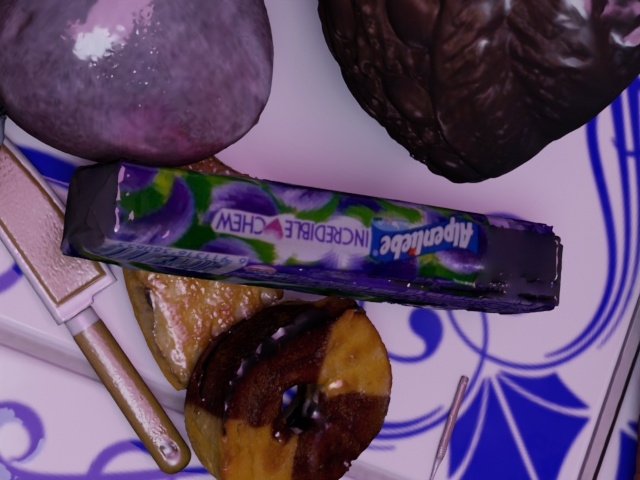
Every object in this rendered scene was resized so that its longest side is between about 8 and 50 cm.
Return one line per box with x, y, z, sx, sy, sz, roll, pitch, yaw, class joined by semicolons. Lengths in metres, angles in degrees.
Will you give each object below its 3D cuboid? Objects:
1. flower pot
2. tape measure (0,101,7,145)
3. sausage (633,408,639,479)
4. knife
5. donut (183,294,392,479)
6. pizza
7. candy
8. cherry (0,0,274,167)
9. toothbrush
0.071;-0.211;0.883;0.267;0.266;0.266;40;76;-14;flower pot
-0.265;-0.056;0.831;0.200;0.106;0.175;-36;96;14;tape measure
0.258;0.126;1.029;0.088;0.088;0.433;10;83;-17;sausage
-0.149;0.030;0.932;0.046;0.022;0.256;-34;93;-10;knife
-0.021;0.095;0.931;0.140;0.059;0.140;-15;113;-38;donut
-0.076;0.010;0.948;0.099;0.036;0.160;-8;89;-26;pizza
0.000;0.000;0.917;0.312;0.088;0.061;9;80;-30;candy
-0.110;-0.125;0.891;0.176;0.140;0.176;1;87;-26;cherry
0.082;0.136;1.010;0.006;0.008;0.097;23;79;-30;toothbrush
